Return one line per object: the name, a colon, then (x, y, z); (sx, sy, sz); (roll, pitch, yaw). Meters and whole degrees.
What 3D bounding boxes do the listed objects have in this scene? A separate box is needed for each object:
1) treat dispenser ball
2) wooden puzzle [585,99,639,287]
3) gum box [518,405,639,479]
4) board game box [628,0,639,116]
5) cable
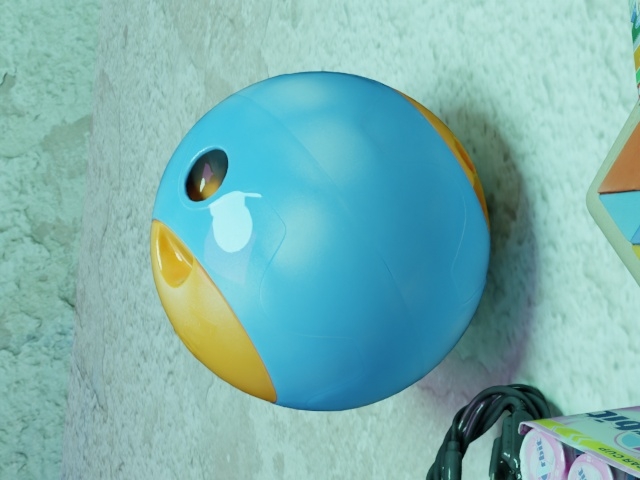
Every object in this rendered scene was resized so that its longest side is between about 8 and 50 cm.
treat dispenser ball: (0.000, 0.000, 1.222); (0.288, 0.288, 0.288); (177, 90, -67)
wooden puzzle: (0.256, -0.032, 0.930); (0.221, 0.044, 0.238); (-116, 32, -42)
gum box: (0.220, 0.162, 0.956); (0.188, 0.107, 0.062); (-161, 70, -65)
board game box: (0.202, -0.166, 0.668); (0.317, 0.046, 0.213); (96, 174, -67)
cable: (0.128, 0.191, 1.156); (0.150, 0.047, 0.184); (-54, 12, 27)
